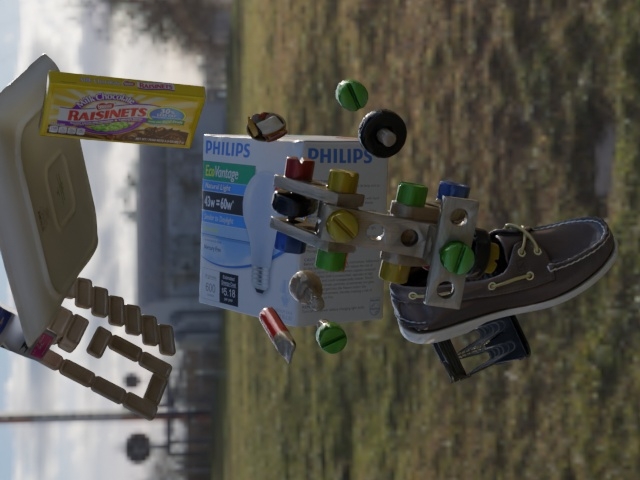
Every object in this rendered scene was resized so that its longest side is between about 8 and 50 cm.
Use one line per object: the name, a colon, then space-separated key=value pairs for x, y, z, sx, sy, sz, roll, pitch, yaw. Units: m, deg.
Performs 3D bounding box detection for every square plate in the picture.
square plate: x=-0.404 y=-0.069 z=1.925 sx=0.344 sy=0.049 sz=0.347 roll=-78 pitch=-19 yaw=-67

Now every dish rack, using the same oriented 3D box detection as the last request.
dish rack: x=0.233 y=0.120 z=2.095 sx=0.271 sy=0.074 sz=0.208 roll=-7 pitch=-111 yaw=-65

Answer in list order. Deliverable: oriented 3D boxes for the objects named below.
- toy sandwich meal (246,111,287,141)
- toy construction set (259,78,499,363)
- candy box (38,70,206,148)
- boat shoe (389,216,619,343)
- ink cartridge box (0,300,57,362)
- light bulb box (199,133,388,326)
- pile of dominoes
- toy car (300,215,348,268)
toy sandwich meal: x=-0.103 y=-0.219 z=2.475 sx=0.029 sy=0.085 sz=0.086 roll=84 pitch=-178 yaw=-51
toy construction set: x=0.058 y=0.020 z=1.495 sx=0.309 sy=0.257 sz=0.237 roll=-54 pitch=20 yaw=6
candy box: x=-0.262 y=-0.171 z=1.719 sx=0.105 sy=0.206 sz=0.027 roll=113 pitch=154 yaw=-46
boat shoe: x=0.250 y=0.036 z=1.771 sx=0.116 sy=0.324 sz=0.097 roll=-111 pitch=1 yaw=-51
ink cartridge box: x=-0.512 y=0.093 z=1.879 sx=0.065 sy=0.185 sz=0.311 roll=-60 pitch=-10 yaw=-10
light bulb box: x=-0.059 y=-0.033 z=2.645 sx=0.358 sy=0.225 sz=0.361 roll=8 pitch=99 yaw=51
pile of dominoes: x=-0.364 y=0.175 z=2.166 sx=0.040 sy=0.251 sz=0.196 roll=-47 pitch=18 yaw=43
toy car: x=0.000 y=0.000 z=2.183 sx=0.060 sy=0.122 sz=0.040 roll=-57 pitch=-2 yaw=-24
